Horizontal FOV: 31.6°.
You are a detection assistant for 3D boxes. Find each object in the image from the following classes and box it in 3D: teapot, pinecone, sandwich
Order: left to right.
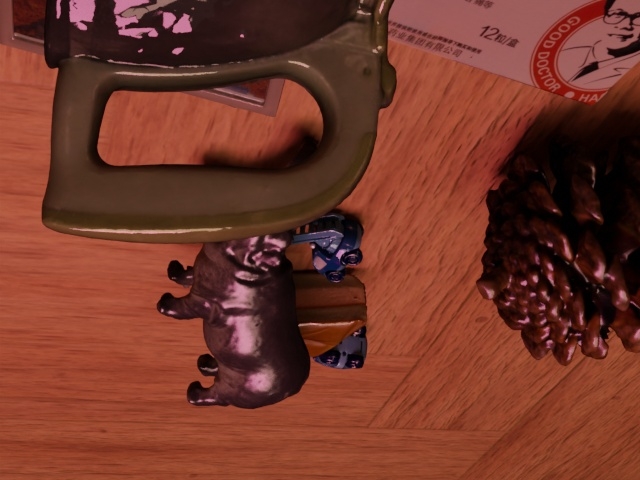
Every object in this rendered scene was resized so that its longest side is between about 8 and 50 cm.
[{"bbox_3d":[-0.056,-0.177,0.705,0.239,0.321,0.239,8,146,-11],"label":"teapot"},{"bbox_3d":[-0.042,0.072,1.350,0.163,0.079,0.113,20,140,-33],"label":"sandwich"},{"bbox_3d":[0.294,0.000,1.171,0.309,0.244,0.244,-14,149,-9],"label":"pinecone"}]

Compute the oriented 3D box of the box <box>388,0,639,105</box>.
[{"bbox_3d":[0.154,-0.235,0.917,0.353,0.069,0.214,11,144,-29],"label":"box"}]

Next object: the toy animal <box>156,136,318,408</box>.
[{"bbox_3d":[-0.086,0.043,1.210,0.168,0.106,0.343,7,125,2],"label":"toy animal"}]

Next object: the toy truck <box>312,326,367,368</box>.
[{"bbox_3d":[-0.005,0.131,1.474,0.136,0.063,0.074,18,160,-29],"label":"toy truck"}]

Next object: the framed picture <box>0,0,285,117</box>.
[{"bbox_3d":[-0.140,-0.191,0.912,0.250,0.016,0.184,16,145,-4],"label":"framed picture"}]

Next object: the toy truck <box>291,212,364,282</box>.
[{"bbox_3d":[0.000,0.000,1.273,0.090,0.056,0.073,25,134,-20],"label":"toy truck"}]
